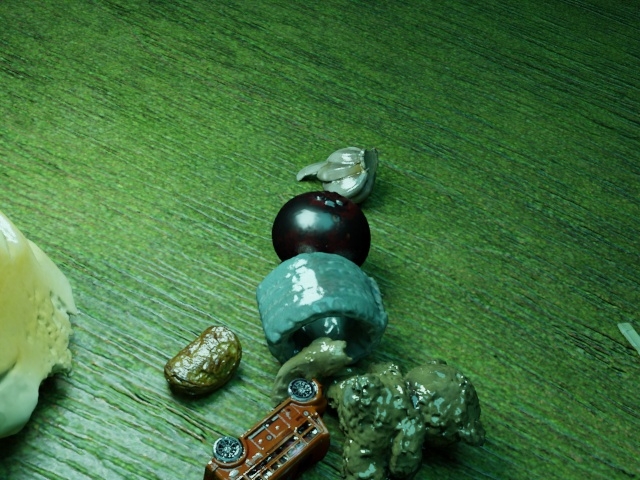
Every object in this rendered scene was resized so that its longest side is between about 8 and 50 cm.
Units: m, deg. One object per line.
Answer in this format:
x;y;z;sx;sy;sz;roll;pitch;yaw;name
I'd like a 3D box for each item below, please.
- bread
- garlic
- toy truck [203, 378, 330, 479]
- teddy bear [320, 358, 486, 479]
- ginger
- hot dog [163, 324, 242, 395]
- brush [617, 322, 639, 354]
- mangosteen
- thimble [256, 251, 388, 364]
-0.557;0.129;1.370;0.328;0.245;0.424;7;39;-8;bread
0.035;-0.143;1.931;0.194;0.127;0.131;-5;19;18;garlic
-0.071;0.336;1.381;0.114;0.107;0.252;39;49;24;toy truck
0.147;0.287;1.459;0.256;0.156;0.267;-1;43;-18;teddy bear
-0.024;0.225;1.484;0.069;0.173;0.051;54;19;8;ginger
-0.205;0.213;1.507;0.099;0.065;0.147;34;57;21;hot dog
0.658;0.232;1.748;0.033;0.030;0.178;-7;35;-11;brush
0.000;0.000;1.694;0.209;0.210;0.210;8;43;-7;mangosteen
0.007;0.130;1.553;0.235;0.198;0.143;-7;47;-13;thimble
